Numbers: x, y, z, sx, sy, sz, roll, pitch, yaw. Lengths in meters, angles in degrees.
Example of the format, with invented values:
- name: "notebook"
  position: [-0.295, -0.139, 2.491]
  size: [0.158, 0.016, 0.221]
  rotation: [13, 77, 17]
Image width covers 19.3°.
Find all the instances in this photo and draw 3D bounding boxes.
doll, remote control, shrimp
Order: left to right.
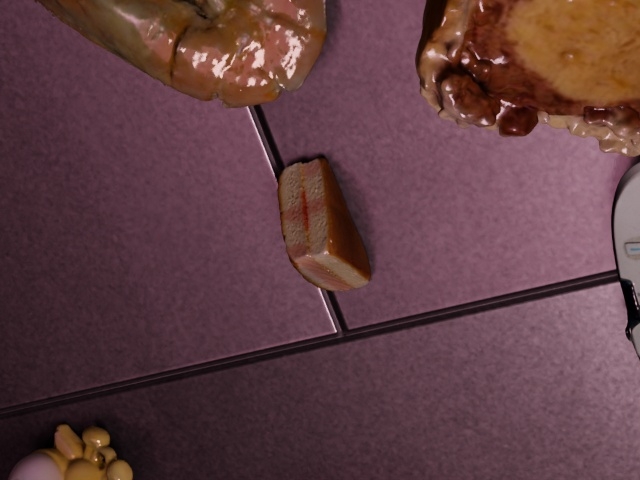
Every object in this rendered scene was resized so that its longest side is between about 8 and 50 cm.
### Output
- name: "doll"
  position: [-0.245, 0.268, 1.546]
  size: [0.117, 0.086, 0.291]
  rotation: [52, 121, 24]
- name: "shrimp"
  position: [-0.121, -0.187, 1.313]
  size: [0.267, 0.061, 0.145]
  rotation: [22, 110, 10]
- name: "remote control"
  position: [0.262, 0.053, 1.311]
  size: [0.097, 0.045, 0.256]
  rotation: [-5, 115, 21]

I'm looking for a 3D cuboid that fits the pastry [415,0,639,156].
- name: "pastry"
  position: [0.189, -0.176, 1.156]
  size: [0.236, 0.170, 0.256]
  rotation: [9, 140, -15]

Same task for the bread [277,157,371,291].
- name: "bread"
  position: [0.000, 0.000, 1.360]
  size: [0.043, 0.062, 0.109]
  rotation: [-15, 112, 22]
